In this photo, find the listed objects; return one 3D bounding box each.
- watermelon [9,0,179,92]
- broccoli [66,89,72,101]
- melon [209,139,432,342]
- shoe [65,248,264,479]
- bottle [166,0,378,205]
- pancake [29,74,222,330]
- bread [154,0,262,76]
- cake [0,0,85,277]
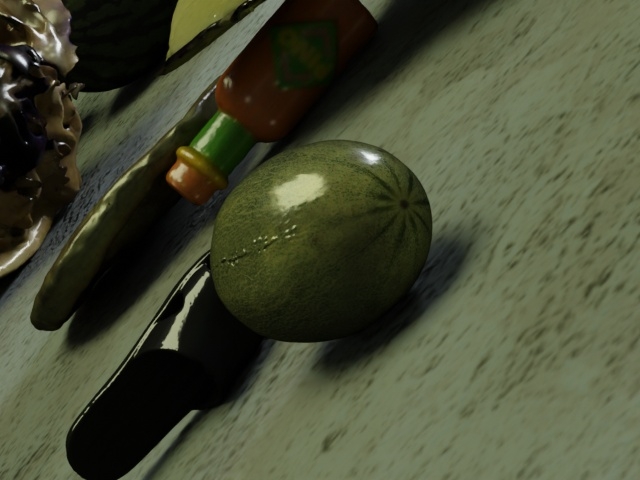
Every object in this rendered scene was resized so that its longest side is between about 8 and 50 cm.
[{"bbox_3d":[-0.251,-0.263,2.106,0.212,0.212,0.212,-44,16,15],"label":"watermelon"},{"bbox_3d":[-0.431,-0.162,2.237,0.304,0.283,0.321,-20,3,-41],"label":"broccoli"},{"bbox_3d":[0.000,0.000,0.951,0.131,0.098,0.098,-33,21,52],"label":"melon"},{"bbox_3d":[-0.074,0.073,1.056,0.159,0.062,0.053,-49,28,-4],"label":"shoe"},{"bbox_3d":[-0.040,-0.104,1.384,0.187,0.069,0.069,-51,15,-4],"label":"bottle"},{"bbox_3d":[-0.140,-0.025,1.475,0.236,0.042,0.222,-52,3,-34],"label":"pancake"},{"bbox_3d":[0.109,-0.284,1.327,0.346,0.242,0.404,-18,53,54],"label":"bread"},{"bbox_3d":[-0.374,-0.106,1.831,0.321,0.332,0.332,-39,17,42],"label":"cake"}]
